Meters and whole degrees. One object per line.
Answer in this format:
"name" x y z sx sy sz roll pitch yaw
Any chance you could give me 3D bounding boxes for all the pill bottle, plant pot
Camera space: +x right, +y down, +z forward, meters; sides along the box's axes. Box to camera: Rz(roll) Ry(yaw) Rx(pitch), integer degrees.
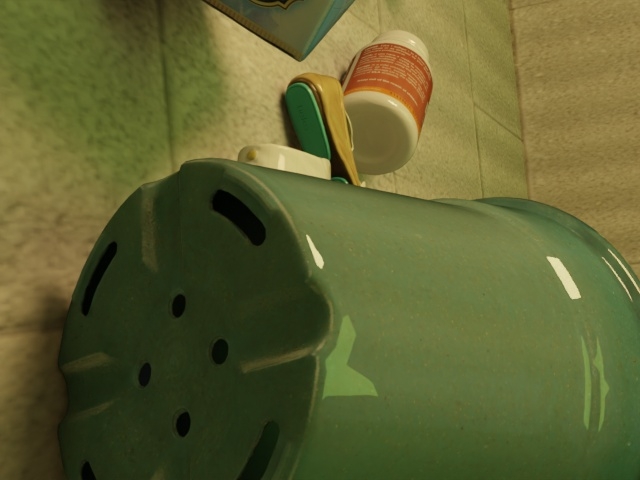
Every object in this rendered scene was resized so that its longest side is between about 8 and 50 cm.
"pill bottle" 0.086 -0.193 1.171 0.216 0.121 0.121 -69 145 -48
"plant pot" 0.020 0.102 0.632 0.334 0.341 0.340 14 70 -45

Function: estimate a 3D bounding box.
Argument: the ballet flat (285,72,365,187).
"ballet flat" 0.021 -0.083 1.022 0.073 0.080 0.232 -23 105 -47

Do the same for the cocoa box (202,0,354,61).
"cocoa box" 0.000 -0.357 0.643 0.347 0.228 0.231 -56 -177 36

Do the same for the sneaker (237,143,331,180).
"sneaker" 0.000 0.000 0.928 0.292 0.108 0.169 38 53 -59
